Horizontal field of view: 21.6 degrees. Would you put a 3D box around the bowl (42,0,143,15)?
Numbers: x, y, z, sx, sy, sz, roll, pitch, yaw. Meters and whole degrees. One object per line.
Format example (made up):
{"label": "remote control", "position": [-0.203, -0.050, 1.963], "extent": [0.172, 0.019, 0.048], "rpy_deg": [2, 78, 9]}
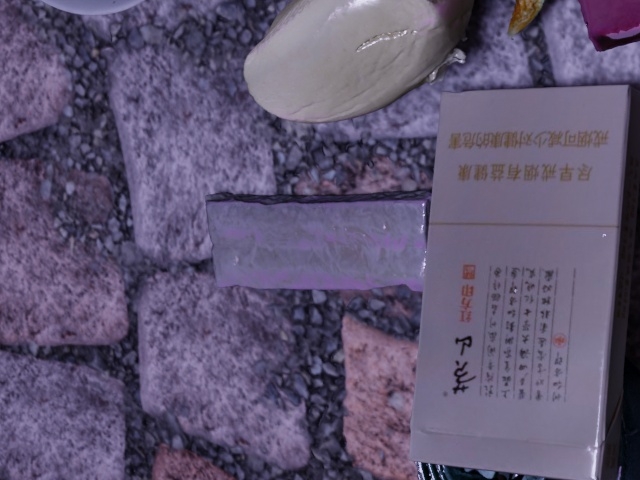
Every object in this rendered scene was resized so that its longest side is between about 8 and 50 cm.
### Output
{"label": "bowl", "position": [-0.205, -0.413, 1.738], "extent": [0.345, 0.157, 0.346], "rpy_deg": [10, 109, 32]}

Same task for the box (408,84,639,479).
{"label": "box", "position": [0.194, 0.038, 1.590], "extent": [0.204, 0.051, 0.365], "rpy_deg": [2, 82, 33]}

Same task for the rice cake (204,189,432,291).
{"label": "rice cake", "position": [0.001, 0.002, 1.789], "extent": [0.297, 0.050, 0.106], "rpy_deg": [1, 105, 33]}

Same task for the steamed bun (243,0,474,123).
{"label": "steamed bun", "position": [0.049, -0.197, 1.635], "extent": [0.152, 0.170, 0.238], "rpy_deg": [46, 125, -9]}

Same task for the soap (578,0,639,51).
{"label": "soap", "position": [0.355, -0.293, 1.370], "extent": [0.324, 0.127, 0.220], "rpy_deg": [-13, 106, 16]}

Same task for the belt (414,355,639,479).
{"label": "belt", "position": [0.208, 0.204, 1.669], "extent": [0.267, 0.116, 0.207], "rpy_deg": [-26, 77, 35]}

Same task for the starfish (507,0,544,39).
{"label": "starfish", "position": [0.197, -0.343, 1.504], "extent": [0.357, 0.078, 0.347], "rpy_deg": [8, 113, 18]}
